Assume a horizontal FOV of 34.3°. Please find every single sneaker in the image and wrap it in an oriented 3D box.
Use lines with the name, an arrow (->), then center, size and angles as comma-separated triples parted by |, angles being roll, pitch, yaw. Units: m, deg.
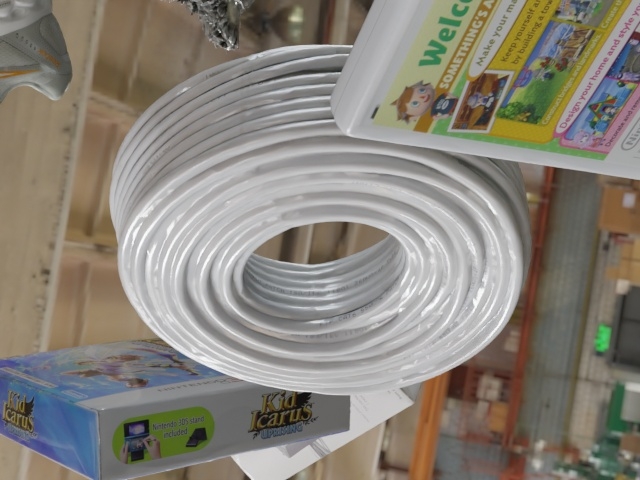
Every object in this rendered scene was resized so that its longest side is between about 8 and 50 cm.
sneaker -> -0.334, -0.125, 0.879 | 0.099, 0.262, 0.121 | -135, 23, -65

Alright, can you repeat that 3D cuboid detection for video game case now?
video game case -> 0.127, -0.109, 0.336 | 0.212, 0.193, 0.023 | -63, 33, 36
video game case -> -0.150, 0.137, 0.928 | 0.244, 0.269, 0.061 | -3, -85, -39

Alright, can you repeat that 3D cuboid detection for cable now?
cable -> 0.000, 0.000, 0.640 | 0.257, 0.257, 0.089 | 78, -174, -49

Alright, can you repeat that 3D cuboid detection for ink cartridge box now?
ink cartridge box -> 0.009, 0.154, 1.121 | 0.092, 0.218, 0.158 | 52, -153, -8

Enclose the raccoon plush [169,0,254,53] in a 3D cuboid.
raccoon plush -> -0.188, -0.378, 1.073 | 0.446, 0.216, 0.299 | 8, -54, -41
